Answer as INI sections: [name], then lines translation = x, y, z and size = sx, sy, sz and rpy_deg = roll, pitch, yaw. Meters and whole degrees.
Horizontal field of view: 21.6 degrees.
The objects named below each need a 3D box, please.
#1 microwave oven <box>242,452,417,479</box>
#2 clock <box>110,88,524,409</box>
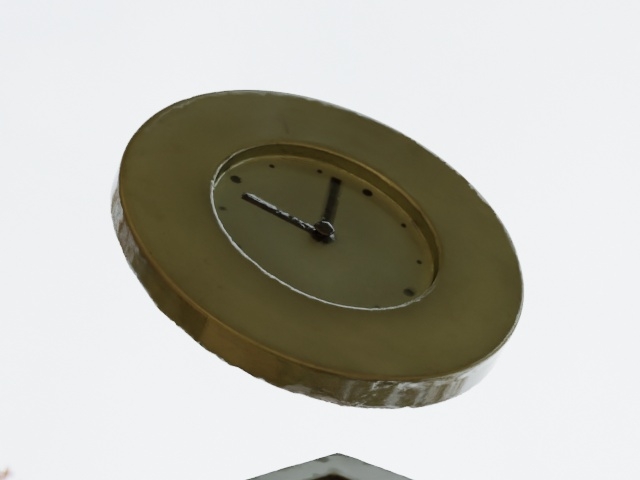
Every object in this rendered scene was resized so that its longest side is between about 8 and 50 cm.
[microwave oven]
translation = -0.032, 0.184, 0.646
size = 0.122, 0.208, 0.162
rpy_deg = 15, -71, 46
[clock]
translation = 0.000, 0.000, 0.914
size = 0.235, 0.235, 0.029
rpy_deg = 41, -51, 21
